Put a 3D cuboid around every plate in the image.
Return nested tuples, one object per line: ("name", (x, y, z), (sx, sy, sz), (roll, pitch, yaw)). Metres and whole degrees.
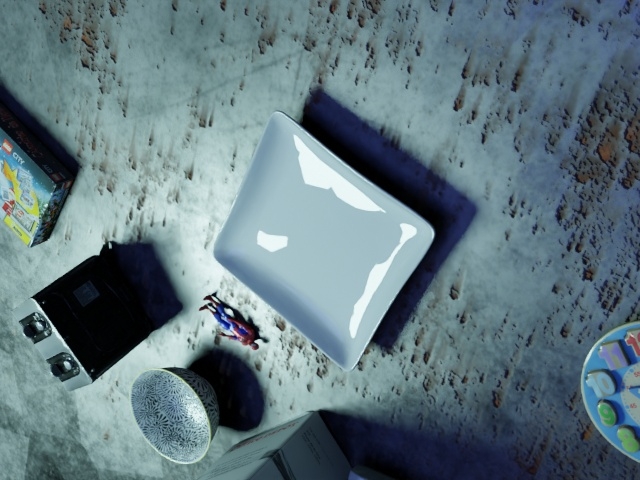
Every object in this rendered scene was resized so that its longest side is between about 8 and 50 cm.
("plate", (0.000, 0.000, 1.313), (0.278, 0.045, 0.277), (38, 127, 15))

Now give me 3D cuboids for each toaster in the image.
("toaster", (-0.383, 0.128, 1.556), (0.110, 0.185, 0.168), (-26, 101, 41))

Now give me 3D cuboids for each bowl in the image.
("bowl", (-0.220, 0.268, 1.553), (0.170, 0.080, 0.170), (13, 115, 30))

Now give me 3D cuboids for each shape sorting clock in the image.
("shape sorting clock", (0.405, 0.184, 1.115), (0.206, 0.040, 0.206), (14, 116, 30))

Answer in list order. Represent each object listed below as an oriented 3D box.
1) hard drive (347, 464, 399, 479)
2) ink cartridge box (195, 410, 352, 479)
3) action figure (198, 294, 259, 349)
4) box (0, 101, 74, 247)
("hard drive", (0.109, 0.533, 1.392), (0.233, 0.047, 0.353), (19, 103, 23))
("ink cartridge box", (-0.114, 0.394, 1.401), (0.211, 0.289, 0.122), (-30, 94, 39))
("action figure", (-0.139, 0.131, 1.475), (0.115, 0.030, 0.038), (36, 120, 15))
("box", (-0.530, -0.123, 1.625), (0.233, 0.044, 0.159), (44, 127, 11))
